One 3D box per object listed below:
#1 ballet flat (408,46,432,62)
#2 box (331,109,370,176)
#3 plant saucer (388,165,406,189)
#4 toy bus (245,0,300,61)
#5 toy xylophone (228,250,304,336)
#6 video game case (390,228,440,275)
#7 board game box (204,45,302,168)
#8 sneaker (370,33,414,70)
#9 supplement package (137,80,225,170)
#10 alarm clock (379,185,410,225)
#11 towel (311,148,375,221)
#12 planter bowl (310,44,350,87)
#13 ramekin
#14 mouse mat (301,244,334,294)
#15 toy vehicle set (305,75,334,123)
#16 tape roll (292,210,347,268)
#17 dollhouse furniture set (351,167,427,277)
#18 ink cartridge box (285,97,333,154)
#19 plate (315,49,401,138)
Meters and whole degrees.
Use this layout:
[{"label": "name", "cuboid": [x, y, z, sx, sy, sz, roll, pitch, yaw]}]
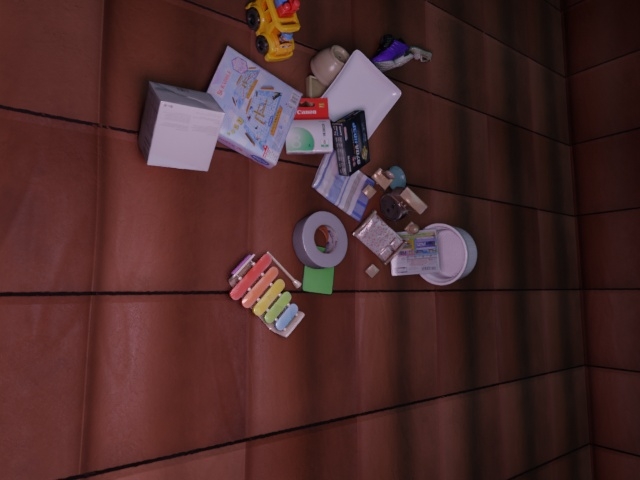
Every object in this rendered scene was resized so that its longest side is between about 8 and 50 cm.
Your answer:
[{"label": "ballet flat", "cuboid": [0.495, -0.917, 2.243, 0.168, 0.057, 0.052, -4, 97, -36]}, {"label": "box", "cuboid": [0.126, -0.391, 1.819, 0.175, 0.051, 0.220, -40, 131, -42]}, {"label": "plant saucer", "cuboid": [0.343, -0.281, 2.078, 0.119, 0.021, 0.119, 5, 81, -36]}, {"label": "toy bus", "cuboid": [-0.145, -0.800, 1.661, 0.149, 0.211, 0.220, -26, 102, -37]}, {"label": "toy xylophone", "cuboid": [-0.180, 0.173, 1.603, 0.322, 0.081, 0.236, 45, 61, -24]}, {"label": "video game case", "cuboid": [0.414, 0.054, 2.011, 0.212, 0.023, 0.193, -5, 87, 5]}, {"label": "board game box", "cuboid": [-0.254, -0.467, 1.611, 0.318, 0.066, 0.318, 27, 69, -24]}, {"label": "sneaker", "cuboid": [0.300, -0.862, 2.072, 0.293, 0.102, 0.146, -31, 99, -39]}, {"label": "supplement package", "cuboid": [-0.428, -0.343, 1.379, 0.194, 0.149, 0.203, 1, 127, -37]}, {"label": "alarm clock", "cuboid": [0.307, -0.165, 1.979, 0.064, 0.129, 0.192, -19, 77, -34]}, {"label": "towel", "cuboid": [0.101, -0.234, 1.887, 0.285, 0.034, 0.209, 35, 67, -29]}, {"label": "planter bowl", "cuboid": [0.055, -0.716, 1.833, 0.162, 0.109, 0.162, 18, 57, -29]}, {"label": "ramekin", "cuboid": [0.569, 0.060, 2.057, 0.135, 0.277, 0.277, -1, 86, -44]}, {"label": "mouse mat", "cuboid": [-0.005, 0.116, 1.786, 0.153, 0.007, 0.189, 13, 78, -35]}, {"label": "toy vehicle set", "cuboid": [0.058, -0.573, 1.891, 0.267, 0.035, 0.166, 2, 83, -36]}, {"label": "tape roll", "cuboid": [0.000, 0.000, 1.754, 0.219, 0.072, 0.219, 9, 76, -37]}, {"label": "dollhouse furniture set", "cuboid": [0.235, -0.062, 1.826, 0.303, 0.174, 0.355, 42, 91, -10]}, {"label": "ink cartridge box", "cuboid": [-0.048, -0.445, 1.741, 0.181, 0.056, 0.224, -3, 88, -7]}, {"label": "plate", "cuboid": [0.154, -0.577, 1.849, 0.277, 0.045, 0.278, 33, 99, -29]}]
